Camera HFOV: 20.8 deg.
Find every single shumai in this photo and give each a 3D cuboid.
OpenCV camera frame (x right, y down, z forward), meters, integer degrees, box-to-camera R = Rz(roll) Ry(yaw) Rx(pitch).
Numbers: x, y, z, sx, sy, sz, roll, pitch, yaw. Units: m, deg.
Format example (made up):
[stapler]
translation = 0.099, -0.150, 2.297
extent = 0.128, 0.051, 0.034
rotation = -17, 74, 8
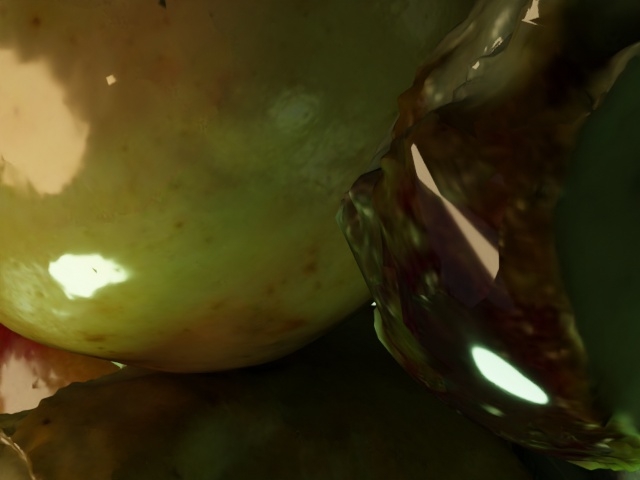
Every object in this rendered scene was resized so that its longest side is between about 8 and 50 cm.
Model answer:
[shumai]
translation = 0.122, -0.062, 0.560
extent = 0.309, 0.263, 0.304
rotation = 127, 127, -66

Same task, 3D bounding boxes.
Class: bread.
[bread]
translation = -0.033, 0.143, 1.012
extent = 0.314, 0.370, 0.191
rotation = 48, 121, 54

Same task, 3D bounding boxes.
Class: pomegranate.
[pomegranate]
translation = -0.065, -0.141, 0.927
extent = 0.411, 0.411, 0.411
rotation = 168, 90, -72

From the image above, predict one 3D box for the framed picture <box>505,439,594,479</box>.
[framed picture]
translation = 0.113, 0.191, 1.124
extent = 0.324, 0.020, 0.240
rotation = -127, 31, -52

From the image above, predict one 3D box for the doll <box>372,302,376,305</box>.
[doll]
translation = 0.000, 0.000, 1.242
extent = 0.129, 0.081, 0.207
rotation = 26, 130, 28

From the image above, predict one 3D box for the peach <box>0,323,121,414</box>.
[peach]
translation = -0.151, 0.134, 1.463
extent = 0.332, 0.308, 0.308
rotation = 91, 158, -52
